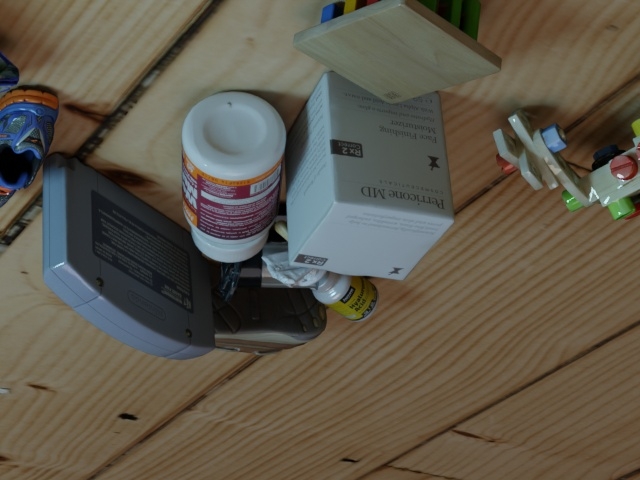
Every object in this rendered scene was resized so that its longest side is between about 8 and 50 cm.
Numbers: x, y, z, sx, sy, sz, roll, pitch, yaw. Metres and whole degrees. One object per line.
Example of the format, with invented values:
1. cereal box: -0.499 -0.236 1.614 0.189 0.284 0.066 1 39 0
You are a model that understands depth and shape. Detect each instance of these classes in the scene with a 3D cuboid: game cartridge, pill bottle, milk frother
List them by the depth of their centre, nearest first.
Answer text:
1. pill bottle: -0.107 -0.070 1.596 0.121 0.121 0.221 0 149 -6
2. game cartridge: -0.243 0.035 1.682 0.062 0.198 0.297 -21 145 26
3. milk frother: -0.067 0.035 1.755 0.135 0.143 0.129 1 142 -3
4. pill bottle: 0.028 0.068 1.898 0.065 0.065 0.116 -23 145 28

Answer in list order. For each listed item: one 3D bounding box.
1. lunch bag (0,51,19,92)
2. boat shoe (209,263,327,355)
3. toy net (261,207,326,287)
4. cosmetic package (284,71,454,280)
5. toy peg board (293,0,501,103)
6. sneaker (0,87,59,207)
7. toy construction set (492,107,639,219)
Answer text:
1. lunch bag: -0.417 -0.181 1.402 0.129 0.096 0.151 -17 154 34
2. boat shoe: -0.153 0.109 1.896 0.325 0.123 0.116 13 147 -24
3. toy net: 0.000 0.000 1.637 0.122 0.232 0.045 5 124 10
4. cosmetic package: 0.052 -0.072 1.550 0.151 0.183 0.151 7 147 -19
5. toy peg board: 0.086 -0.229 1.417 0.161 0.079 0.161 -12 151 44
6. sneaker: -0.375 -0.091 1.562 0.083 0.087 0.221 12 145 -24
7. toy construction set: 0.377 -0.109 1.558 0.328 0.151 0.215 -13 174 28
